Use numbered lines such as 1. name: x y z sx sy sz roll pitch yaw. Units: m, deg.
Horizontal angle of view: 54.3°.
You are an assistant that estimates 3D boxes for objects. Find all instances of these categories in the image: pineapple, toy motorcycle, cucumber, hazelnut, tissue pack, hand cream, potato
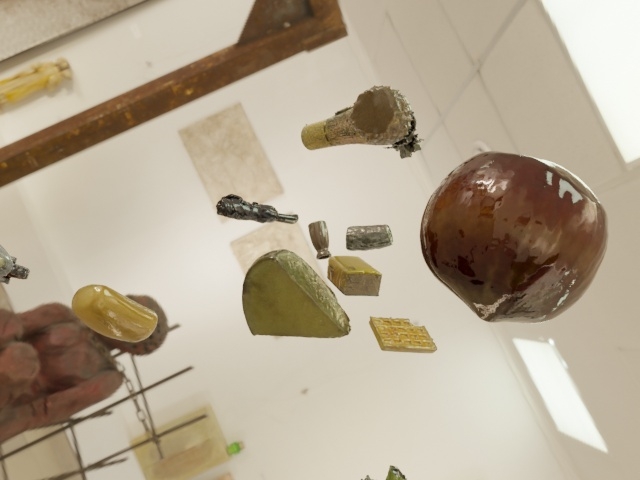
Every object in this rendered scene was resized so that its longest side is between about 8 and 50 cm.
1. pineapple: 0.092 -0.144 0.788 0.074 0.074 0.159 64 19 15
2. toy motorcycle: -0.565 0.027 0.959 0.122 0.215 0.080 154 -50 -65
3. cucumber: 0.115 -0.006 1.479 0.064 0.112 0.064 -3 90 -79
4. hazelnut: 0.464 -0.018 1.477 0.429 0.402 0.402 28 3 -10
5. tissue pack: 0.099 0.104 1.871 0.169 0.120 0.082 -139 -126 -68
6. hand cream: 0.050 -0.182 1.017 0.203 0.084 0.084 -6 -65 44
7. potato: -0.071 0.114 1.542 0.112 0.269 0.255 -68 149 -50

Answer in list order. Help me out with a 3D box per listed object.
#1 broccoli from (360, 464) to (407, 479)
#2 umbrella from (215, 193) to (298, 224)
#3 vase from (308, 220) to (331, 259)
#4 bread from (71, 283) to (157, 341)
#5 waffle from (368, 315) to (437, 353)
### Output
1. broccoli: 0.145 0.538 1.265 0.167 0.154 0.160 -98 -158 -78
2. umbrella: -0.167 -0.079 1.729 0.071 0.248 0.071 -35 -129 57
3. vase: 0.000 0.000 1.712 0.053 0.053 0.101 76 1 -72
4. bread: -0.526 0.194 1.587 0.217 0.147 0.098 36 49 -39
5. waffle: 0.171 0.197 1.301 0.021 0.135 0.092 -65 -148 30
